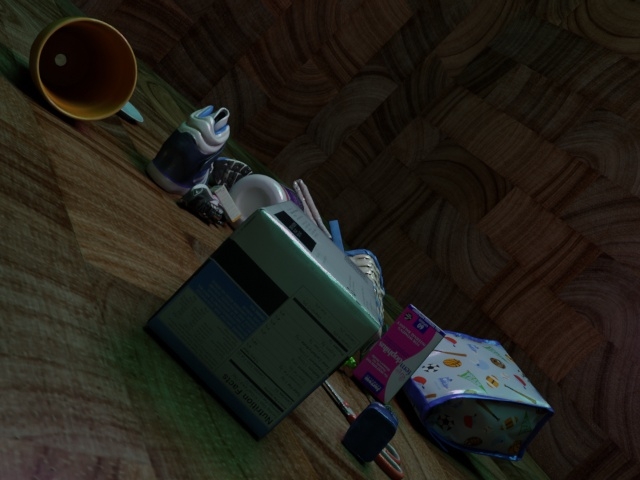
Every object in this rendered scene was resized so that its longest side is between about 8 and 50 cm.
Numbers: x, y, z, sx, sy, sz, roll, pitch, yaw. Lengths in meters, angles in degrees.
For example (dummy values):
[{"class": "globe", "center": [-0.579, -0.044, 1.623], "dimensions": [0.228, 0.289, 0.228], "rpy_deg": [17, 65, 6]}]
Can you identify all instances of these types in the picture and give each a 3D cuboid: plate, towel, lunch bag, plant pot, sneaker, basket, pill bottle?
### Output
[{"class": "plate", "center": [-0.593, -0.402, 1.696], "dimensions": [0.188, 0.024, 0.188], "rpy_deg": [44, 6, -5]}, {"class": "towel", "center": [0.133, 0.380, 1.396], "dimensions": [0.083, 0.009, 0.060], "rpy_deg": [41, 7, -38]}, {"class": "lunch bag", "center": [0.092, 0.332, 1.037], "dimensions": [0.067, 0.098, 0.065], "rpy_deg": [41, 3, 10]}, {"class": "plant pot", "center": [-0.529, -0.377, 1.262], "dimensions": [0.188, 0.205, 0.205], "rpy_deg": [29, -6, 44]}, {"class": "sneaker", "center": [-0.299, -0.232, 1.513], "dimensions": [0.130, 0.236, 0.323], "rpy_deg": [45, 7, 1]}, {"class": "towel", "center": [0.000, 0.000, 2.016], "dimensions": [0.332, 0.053, 0.317], "rpy_deg": [74, -6, -46]}, {"class": "sneaker", "center": [-0.301, -0.210, 2.019], "dimensions": [0.147, 0.130, 0.330], "rpy_deg": [32, -2, 20]}, {"class": "basket", "center": [0.065, 0.116, 1.559], "dimensions": [0.289, 0.201, 0.255], "rpy_deg": [-93, 172, -56]}, {"class": "pill bottle", "center": [-0.153, -0.087, 1.782], "dimensions": [0.181, 0.181, 0.323], "rpy_deg": [46, 6, 12]}, {"class": "lunch bag", "center": [0.384, 0.424, 1.668], "dimensions": [0.385, 0.239, 0.328], "rpy_deg": [17, 19, -22]}, {"class": "sneaker", "center": [-0.277, -0.083, 1.462], "dimensions": [0.077, 0.072, 0.178], "rpy_deg": [48, 8, 17]}]

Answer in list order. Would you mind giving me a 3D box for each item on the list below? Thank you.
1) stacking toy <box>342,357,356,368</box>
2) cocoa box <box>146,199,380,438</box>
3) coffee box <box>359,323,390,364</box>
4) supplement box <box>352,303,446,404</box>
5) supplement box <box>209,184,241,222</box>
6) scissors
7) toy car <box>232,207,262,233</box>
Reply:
[{"class": "stacking toy", "center": [-0.016, 0.213, 1.349], "dimensions": [0.167, 0.052, 0.221], "rpy_deg": [51, 6, 36]}, {"class": "cocoa box", "center": [-0.068, 0.096, 0.927], "dimensions": [0.231, 0.228, 0.347], "rpy_deg": [45, 6, -2]}, {"class": "coffee box", "center": [0.160, 0.299, 1.626], "dimensions": [0.040, 0.113, 0.184], "rpy_deg": [44, 5, 0]}, {"class": "supplement box", "center": [0.192, 0.274, 1.422], "dimensions": [0.111, 0.220, 0.114], "rpy_deg": [40, 1, 15]}, {"class": "supplement box", "center": [-0.261, -0.098, 1.586], "dimensions": [0.062, 0.036, 0.098], "rpy_deg": [6, -50, 54]}, {"class": "scissors", "center": [0.057, 0.335, 1.138], "dimensions": [0.297, 0.021, 0.109], "rpy_deg": [48, 8, 11]}, {"class": "toy car", "center": [-0.153, 0.004, 1.461], "dimensions": [0.136, 0.159, 0.182], "rpy_deg": [-3, 11, -21]}]
